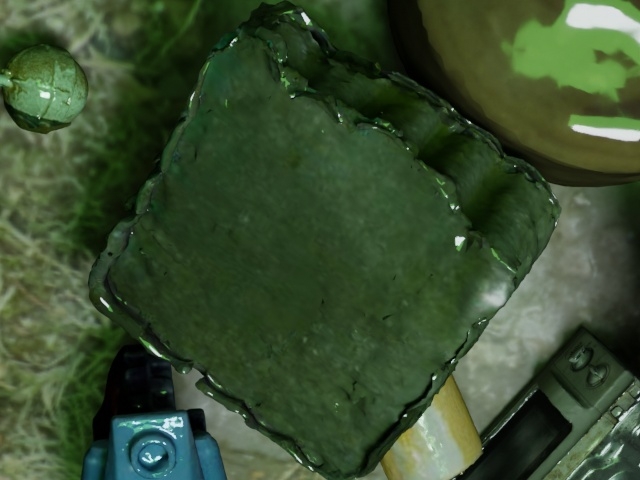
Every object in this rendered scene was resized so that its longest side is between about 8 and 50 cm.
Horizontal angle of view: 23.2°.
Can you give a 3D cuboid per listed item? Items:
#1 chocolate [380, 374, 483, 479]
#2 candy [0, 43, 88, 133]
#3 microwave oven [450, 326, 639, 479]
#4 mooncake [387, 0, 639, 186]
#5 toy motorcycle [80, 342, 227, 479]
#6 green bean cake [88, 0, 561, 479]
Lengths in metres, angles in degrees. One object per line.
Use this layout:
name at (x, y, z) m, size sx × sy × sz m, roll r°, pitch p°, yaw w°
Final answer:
chocolate at (0.049, 0.073, 1.144) m, size 0.086 × 0.085 × 0.219 m, roll -22°, pitch 105°, yaw -5°
candy at (-0.241, -0.109, 1.006) m, size 0.203 × 0.061 × 0.061 m, roll 7°, pitch 105°, yaw -40°
microwave oven at (0.199, 0.198, 1.179) m, size 0.163 × 0.129 × 0.205 m, roll 39°, pitch 95°, yaw -18°
mooncake at (0.185, -0.177, 0.993) m, size 0.285 × 0.155 × 0.284 m, roll 0°, pitch 88°, yaw -1°
toy motorcycle at (-0.102, 0.287, 1.086) m, size 0.172 × 0.232 × 0.416 m, roll -2°, pitch 105°, yaw -8°
green bean cake at (0.000, 0.000, 1.003) m, size 0.241 × 0.132 × 0.255 m, roll 37°, pitch 128°, yaw 8°
